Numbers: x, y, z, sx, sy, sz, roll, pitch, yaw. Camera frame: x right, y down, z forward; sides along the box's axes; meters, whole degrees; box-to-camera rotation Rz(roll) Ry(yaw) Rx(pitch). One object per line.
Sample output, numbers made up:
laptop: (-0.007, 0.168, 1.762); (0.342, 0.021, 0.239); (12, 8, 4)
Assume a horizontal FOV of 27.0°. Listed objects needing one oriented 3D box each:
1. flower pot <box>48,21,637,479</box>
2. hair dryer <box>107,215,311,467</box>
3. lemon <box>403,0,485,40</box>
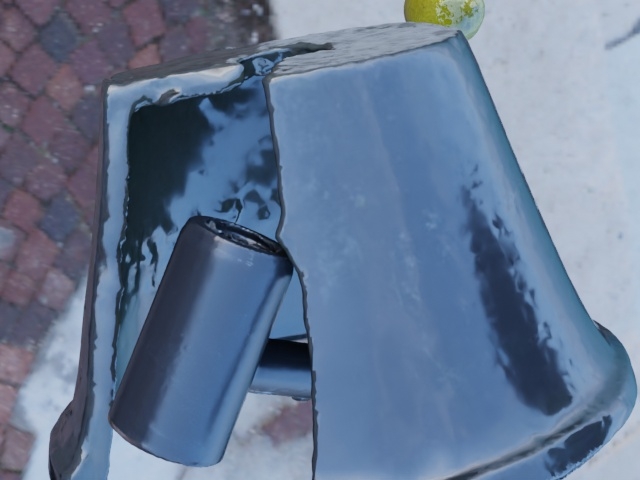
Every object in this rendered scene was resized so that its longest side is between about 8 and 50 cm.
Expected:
flower pot: (0.000, 0.000, 0.847); (0.379, 0.379, 0.251); (-20, 107, -37)
hair dryer: (0.001, 0.063, 0.796); (0.255, 0.070, 0.128); (9, 106, -44)
lemon: (0.135, -0.249, 1.445); (0.082, 0.111, 0.082); (-5, 102, -23)
